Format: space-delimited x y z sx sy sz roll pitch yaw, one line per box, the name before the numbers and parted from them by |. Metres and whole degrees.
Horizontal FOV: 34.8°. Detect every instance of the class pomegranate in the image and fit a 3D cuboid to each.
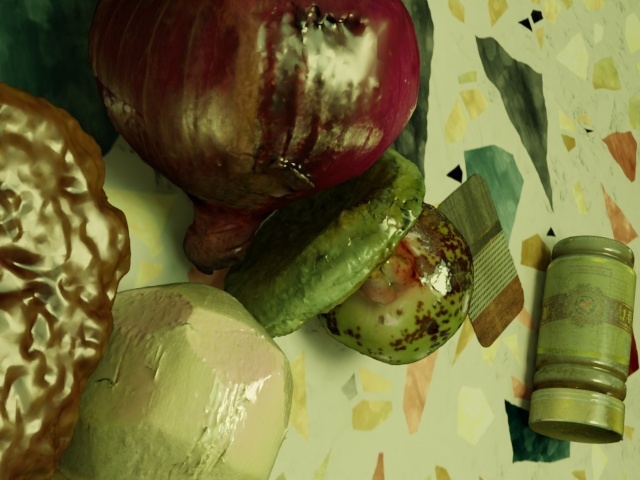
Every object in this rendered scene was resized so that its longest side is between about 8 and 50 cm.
pomegranate | 0.081 0.041 1.252 0.248 0.214 0.214 37 53 -72

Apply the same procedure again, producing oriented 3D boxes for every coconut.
coconut | -0.132 0.149 0.989 0.227 0.227 0.231 40 63 -38

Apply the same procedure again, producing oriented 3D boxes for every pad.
pad | 0.234 0.062 1.553 0.250 0.055 0.323 69 25 -16

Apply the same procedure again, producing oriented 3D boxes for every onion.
onion | -0.078 -0.137 1.071 0.347 0.347 0.385 -17 130 -49

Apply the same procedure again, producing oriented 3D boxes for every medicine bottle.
medicine bottle | 0.440 0.164 1.701 0.151 0.151 0.323 32 60 -42

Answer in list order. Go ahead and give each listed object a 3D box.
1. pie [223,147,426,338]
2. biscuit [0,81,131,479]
pie | 0.000 0.000 1.135 0.078 0.277 0.277 49 49 -16
biscuit | -0.332 0.052 0.818 0.342 0.166 0.395 27 65 -42
